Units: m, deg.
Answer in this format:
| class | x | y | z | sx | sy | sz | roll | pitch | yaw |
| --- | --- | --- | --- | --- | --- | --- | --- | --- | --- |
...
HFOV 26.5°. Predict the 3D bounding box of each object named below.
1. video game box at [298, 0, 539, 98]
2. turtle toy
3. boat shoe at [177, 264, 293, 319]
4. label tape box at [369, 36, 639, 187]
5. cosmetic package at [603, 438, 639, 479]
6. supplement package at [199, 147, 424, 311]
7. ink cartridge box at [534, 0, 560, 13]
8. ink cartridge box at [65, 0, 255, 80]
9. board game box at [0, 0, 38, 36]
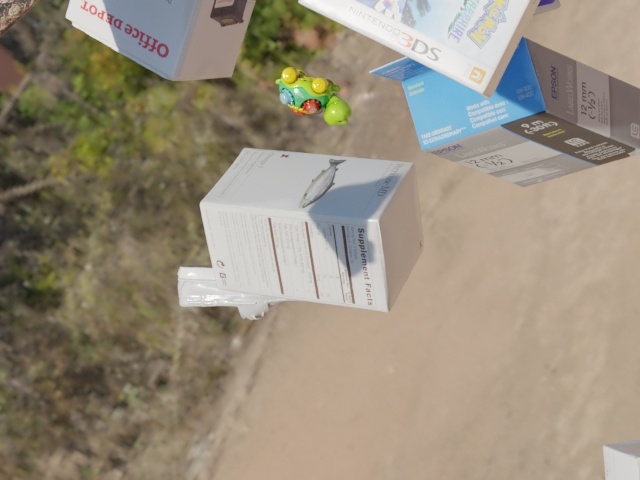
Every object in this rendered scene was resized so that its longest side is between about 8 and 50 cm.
| class | x | y | z | sx | sy | sz | roll | pitch | yaw |
| --- | --- | --- | --- | --- | --- | --- | --- | --- | --- |
| video game box | 0.107 | -0.253 | 1.156 | 0.205 | 0.187 | 0.048 | -64 | -12 | 10 |
| turtle toy | -0.010 | -0.221 | 2.092 | 0.095 | 0.130 | 0.066 | -20 | -50 | -78 |
| boat shoe | -0.092 | 0.068 | 1.709 | 0.066 | 0.184 | 0.063 | -51 | -35 | -84 |
| label tape box | 0.278 | -0.191 | 2.013 | 0.249 | 0.347 | 0.115 | -15 | 68 | 47 |
| cosmetic package | 0.540 | 0.317 | 1.966 | 0.099 | 0.239 | 0.060 | -178 | 83 | -72 |
| supplement package | -0.005 | -0.013 | 1.273 | 0.105 | 0.179 | 0.105 | -56 | -34 | -49 |
| ink cartridge box | 0.115 | -0.304 | 1.332 | 0.208 | 0.206 | 0.045 | -15 | -1 | -23 |
| ink cartridge box | -0.149 | -0.307 | 1.422 | 0.100 | 0.172 | 0.237 | -10 | -55 | -55 |
| board game box | -0.311 | -0.303 | 1.126 | 0.291 | 0.232 | 0.141 | -42 | 26 | 9 |
